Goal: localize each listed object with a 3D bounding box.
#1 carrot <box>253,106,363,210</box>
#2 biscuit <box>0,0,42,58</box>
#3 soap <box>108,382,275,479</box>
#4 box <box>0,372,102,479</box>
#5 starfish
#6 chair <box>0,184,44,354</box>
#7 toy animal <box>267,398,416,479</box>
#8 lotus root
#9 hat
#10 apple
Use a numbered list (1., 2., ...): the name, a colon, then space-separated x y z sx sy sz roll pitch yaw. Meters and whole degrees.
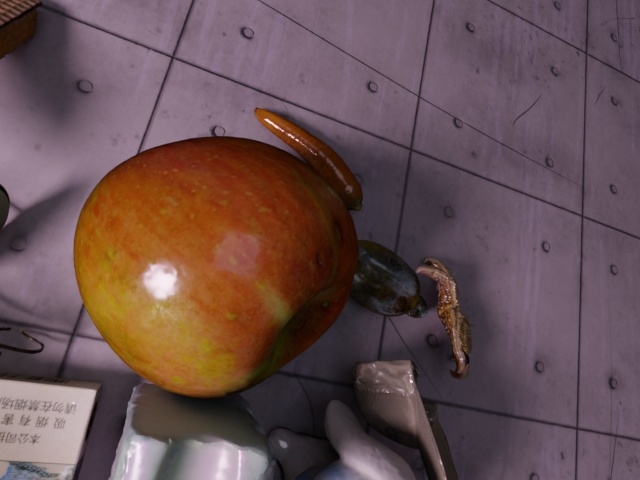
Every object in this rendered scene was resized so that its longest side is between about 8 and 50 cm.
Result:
1. carrot: -0.012 -0.161 0.764 0.271 0.066 0.062 49 24 -2
2. biscuit: -0.500 -0.242 0.516 0.094 0.054 0.378 21 44 -18
3. soap: -0.192 0.407 0.459 0.156 0.261 0.445 14 83 -20
4. box: -0.402 0.307 0.511 0.164 0.069 0.256 13 74 -17
5. starfish: 0.242 0.132 0.761 0.071 0.216 0.238 -18 49 13
6. chair: -0.467 -0.006 0.511 0.326 0.160 0.170 34 68 -5
7. toy animal: 0.042 0.383 0.567 0.174 0.289 0.248 -9 103 -24
8. lotus root: 0.118 0.079 0.741 0.192 0.088 0.113 35 88 -10
9. hat: 0.124 0.304 0.621 0.214 0.149 0.244 59 28 -43
10. apple: -0.128 0.024 0.537 0.340 0.340 0.338 4 78 -19
